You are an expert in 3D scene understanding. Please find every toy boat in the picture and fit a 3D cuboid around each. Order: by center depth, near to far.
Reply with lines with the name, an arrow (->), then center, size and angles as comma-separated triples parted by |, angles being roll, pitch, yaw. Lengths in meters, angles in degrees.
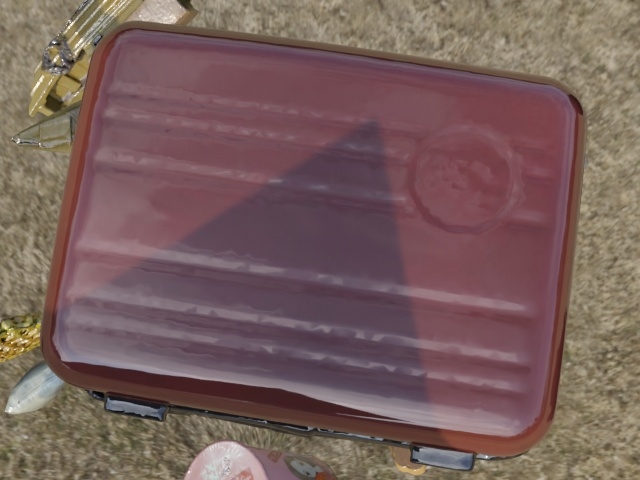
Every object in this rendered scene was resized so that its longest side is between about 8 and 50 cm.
toy boat -> -0.320, -0.351, 1.474 | 0.445, 0.136, 0.162 | -37, 59, 18

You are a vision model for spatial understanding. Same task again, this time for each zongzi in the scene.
zongzi -> -0.285, -0.130, 1.106 | 0.176, 0.160, 0.078 | -23, 80, -11

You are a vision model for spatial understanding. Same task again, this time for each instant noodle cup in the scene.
instant noodle cup -> -0.103, 0.499, 1.645 | 0.243, 0.231, 0.242 | -13, 70, 38

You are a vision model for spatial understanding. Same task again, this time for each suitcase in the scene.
suitcase -> 0.000, 0.000, 0.532 | 0.297, 0.161, 0.236 | 8, 84, 5

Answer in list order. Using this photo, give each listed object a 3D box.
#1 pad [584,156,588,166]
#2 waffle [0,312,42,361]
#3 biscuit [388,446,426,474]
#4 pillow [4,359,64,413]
pad -> 0.360, -0.158, 1.683 | 0.266, 0.002, 0.176 | -13, 38, 5
waffle -> -0.647, 0.210, 1.783 | 0.245, 0.254, 0.052 | -16, 76, -41
biscuit -> 0.178, 0.362, 1.783 | 0.144, 0.040, 0.236 | -22, 45, -9
pillow -> -0.578, 0.302, 1.789 | 0.078, 0.254, 0.144 | 46, 70, -6
